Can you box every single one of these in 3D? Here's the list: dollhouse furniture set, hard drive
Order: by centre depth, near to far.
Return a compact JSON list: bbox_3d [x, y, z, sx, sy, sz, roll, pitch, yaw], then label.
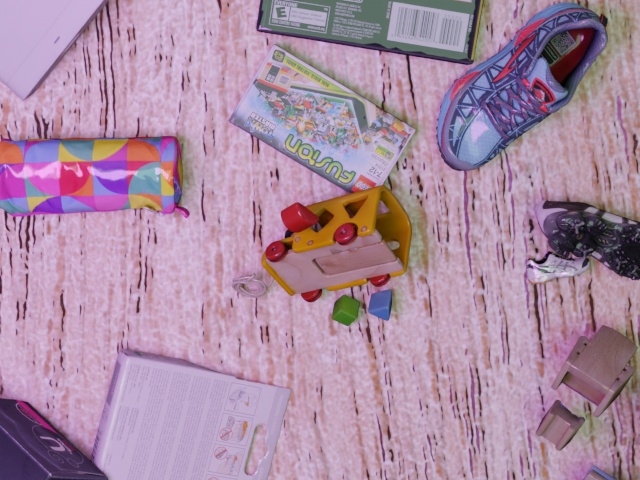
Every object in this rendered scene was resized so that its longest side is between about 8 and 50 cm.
[{"bbox_3d":[-0.410,-0.339,1.553,0.307,0.040,0.203,42,121,-7],"label":"hard drive"},{"bbox_3d":[0.406,0.294,1.700,0.286,0.198,0.303,33,126,15],"label":"dollhouse furniture set"}]

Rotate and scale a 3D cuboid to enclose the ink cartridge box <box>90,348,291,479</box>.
[{"bbox_3d":[-0.169,0.246,1.676,0.225,0.056,0.180,13,95,-23],"label":"ink cartridge box"}]

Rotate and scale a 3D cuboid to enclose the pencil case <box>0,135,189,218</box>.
[{"bbox_3d":[-0.279,-0.077,1.602,0.237,0.104,0.104,1,96,-2],"label":"pencil case"}]

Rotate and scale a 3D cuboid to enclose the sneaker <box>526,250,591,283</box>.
[{"bbox_3d":[0.304,0.030,1.680,0.083,0.032,0.036,-14,97,-3],"label":"sneaker"}]

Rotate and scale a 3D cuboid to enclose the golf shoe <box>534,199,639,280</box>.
[{"bbox_3d":[0.357,-0.011,1.661,0.198,0.094,0.077,19,110,-31],"label":"golf shoe"}]

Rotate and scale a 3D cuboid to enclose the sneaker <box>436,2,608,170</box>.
[{"bbox_3d":[0.245,-0.189,1.601,0.104,0.125,0.262,41,92,-16],"label":"sneaker"}]

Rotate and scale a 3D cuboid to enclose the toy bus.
[{"bbox_3d":[0.013,0.001,1.622,0.202,0.191,0.104,17,51,-6],"label":"toy bus"}]

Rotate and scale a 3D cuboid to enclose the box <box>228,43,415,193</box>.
[{"bbox_3d":[0.002,-0.144,1.641,0.207,0.036,0.114,30,94,-6],"label":"box"}]

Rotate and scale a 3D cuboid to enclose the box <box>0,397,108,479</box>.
[{"bbox_3d":[-0.416,0.342,1.587,0.165,0.143,0.270,38,94,23],"label":"box"}]

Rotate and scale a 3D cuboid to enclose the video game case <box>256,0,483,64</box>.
[{"bbox_3d":[0.074,-0.361,1.625,0.275,0.035,0.248,9,96,-4],"label":"video game case"}]
